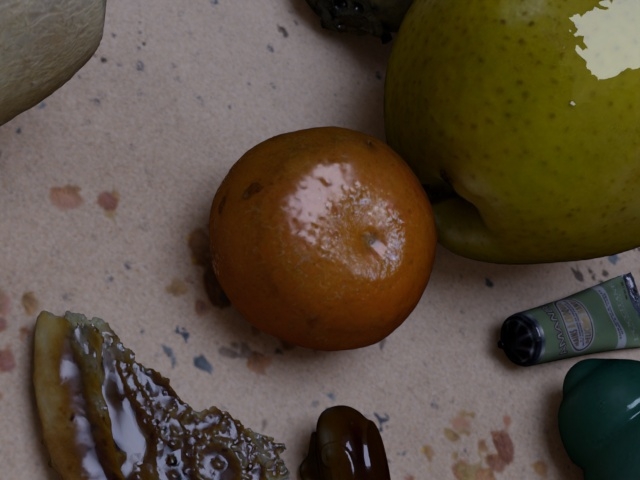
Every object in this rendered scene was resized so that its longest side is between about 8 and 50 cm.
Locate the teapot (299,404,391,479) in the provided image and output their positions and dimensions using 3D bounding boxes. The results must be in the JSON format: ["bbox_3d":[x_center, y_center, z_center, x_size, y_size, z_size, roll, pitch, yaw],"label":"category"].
[{"bbox_3d":[0.020,0.219,1.634,0.098,0.078,0.129,1,76,-74],"label":"teapot"}]

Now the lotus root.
[{"bbox_3d":[0.083,-0.343,1.889,0.160,0.152,0.274,42,53,-25],"label":"lotus root"}]

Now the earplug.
[{"bbox_3d":[0.375,0.214,1.794,0.280,0.164,0.257,46,45,10],"label":"earplug"}]

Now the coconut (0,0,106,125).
[{"bbox_3d":[-0.347,-0.244,1.458,0.360,0.346,0.346,-40,91,-27],"label":"coconut"}]

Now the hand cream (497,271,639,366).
[{"bbox_3d":[0.277,0.088,1.866,0.235,0.055,0.086,-10,75,-42],"label":"hand cream"}]

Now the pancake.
[{"bbox_3d":[-0.133,0.179,1.567,0.245,0.057,0.266,1,66,-32],"label":"pancake"}]

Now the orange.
[{"bbox_3d":[0.000,0.000,1.666,0.224,0.170,0.224,1,88,-27],"label":"orange"}]

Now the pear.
[{"bbox_3d":[0.254,-0.160,1.773,0.362,0.362,0.418,45,70,-5],"label":"pear"}]
